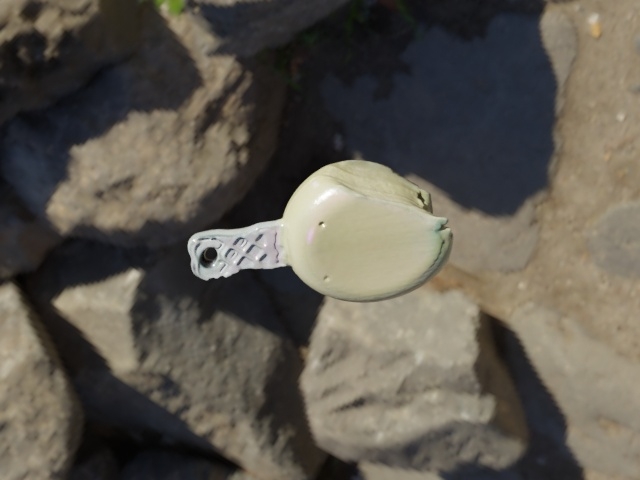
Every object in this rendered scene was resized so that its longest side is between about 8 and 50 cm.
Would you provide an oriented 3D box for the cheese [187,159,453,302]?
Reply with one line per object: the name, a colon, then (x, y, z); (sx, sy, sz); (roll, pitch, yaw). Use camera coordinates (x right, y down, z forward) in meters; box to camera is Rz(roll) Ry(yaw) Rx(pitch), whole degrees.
cheese: (0.002, -0.007, 0.971); (0.171, 0.047, 0.092); (9, 112, -10)
